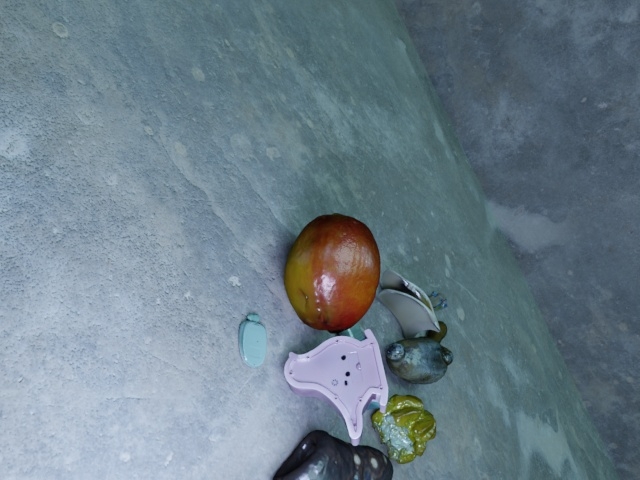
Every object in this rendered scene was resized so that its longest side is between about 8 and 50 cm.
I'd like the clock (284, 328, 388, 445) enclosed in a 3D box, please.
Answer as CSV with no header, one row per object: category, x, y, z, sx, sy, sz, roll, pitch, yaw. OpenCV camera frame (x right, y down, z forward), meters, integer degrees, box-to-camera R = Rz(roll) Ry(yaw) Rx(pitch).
clock,0.051,0.413,1.415,0.080,0.275,0.290,83,-5,-53

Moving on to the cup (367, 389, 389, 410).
cup,0.105,0.437,1.608,0.236,0.148,0.134,45,12,-30

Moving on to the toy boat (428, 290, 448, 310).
toy boat,0.480,0.279,2.238,0.084,0.066,0.210,41,37,27

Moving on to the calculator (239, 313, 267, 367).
calculator,-0.186,0.274,1.424,0.095,0.021,0.153,26,53,-41

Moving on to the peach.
peach,0.036,0.102,1.586,0.289,0.373,0.373,14,50,-5

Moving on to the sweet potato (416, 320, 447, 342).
sweet potato,0.466,0.403,2.142,0.081,0.062,0.233,53,37,12

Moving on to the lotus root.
lotus root,0.349,0.439,1.890,0.349,0.175,0.175,17,56,-41

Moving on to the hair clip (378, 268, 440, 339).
hair clip,0.328,0.246,1.993,0.282,0.172,0.113,46,46,-4

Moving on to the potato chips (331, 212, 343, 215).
potato chips,0.102,-0.018,1.952,0.150,0.049,0.202,-41,108,-49

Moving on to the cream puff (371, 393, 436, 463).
cream puff,0.289,0.606,1.692,0.221,0.194,0.194,61,35,-9

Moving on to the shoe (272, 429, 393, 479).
shoe,0.034,0.615,1.365,0.384,0.171,0.237,-17,82,-52

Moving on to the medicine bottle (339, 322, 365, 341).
medicine bottle,0.099,0.305,1.738,0.090,0.053,0.209,-16,80,-53
